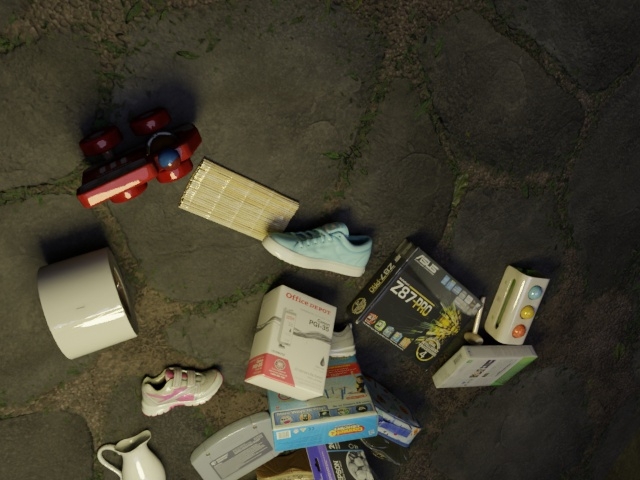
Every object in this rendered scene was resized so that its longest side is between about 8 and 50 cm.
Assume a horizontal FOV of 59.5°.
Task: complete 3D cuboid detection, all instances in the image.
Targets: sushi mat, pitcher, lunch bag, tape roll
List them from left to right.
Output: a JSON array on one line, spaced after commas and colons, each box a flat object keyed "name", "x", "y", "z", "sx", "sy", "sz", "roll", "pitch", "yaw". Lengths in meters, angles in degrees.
[{"name": "tape roll", "x": -0.581, "y": 0.156, "z": 1.413, "sx": 0.169, "sy": 0.246, "sz": 0.246, "roll": -18, "pitch": 118, "yaw": -13}, {"name": "pitcher", "x": -0.583, "y": 0.709, "z": 1.740, "sx": 0.178, "sy": 0.125, "sz": 0.207, "roll": -11, "pitch": 107, "yaw": 5}, {"name": "sushi mat", "x": -0.224, "y": -0.102, "z": 1.575, "sx": 0.317, "sy": 0.019, "sz": 0.151, "roll": 23, "pitch": 103, "yaw": -29}, {"name": "lunch bag", "x": 0.191, "y": 0.577, "z": 1.913, "sx": 0.303, "sy": 0.243, "sz": 0.115, "roll": 32, "pitch": 97, "yaw": -31}]

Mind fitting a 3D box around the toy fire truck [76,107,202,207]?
[{"name": "toy fire truck", "x": -0.420, "y": -0.184, "z": 1.321, "sx": 0.302, "sy": 0.254, "sz": 0.169, "roll": -25, "pitch": 120, "yaw": -10}]

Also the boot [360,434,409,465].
[{"name": "boot", "x": 0.194, "y": 0.728, "z": 2.039, "sx": 0.236, "sy": 0.178, "sz": 0.085, "roll": 38, "pitch": 69, "yaw": -1}]

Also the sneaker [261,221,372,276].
[{"name": "sneaker", "x": 0.000, "y": 0.000, "z": 1.653, "sx": 0.366, "sy": 0.135, "sz": 0.150, "roll": 12, "pitch": 106, "yaw": -38}]

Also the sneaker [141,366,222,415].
[{"name": "sneaker", "x": -0.420, "y": 0.435, "z": 1.683, "sx": 0.253, "sy": 0.103, "sz": 0.111, "roll": -16, "pitch": 119, "yaw": -16}]

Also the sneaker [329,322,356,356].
[{"name": "sneaker", "x": -0.021, "y": 0.319, "z": 1.815, "sx": 0.282, "sy": 0.105, "sz": 0.115, "roll": 0, "pitch": 89, "yaw": -24}]

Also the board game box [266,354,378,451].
[{"name": "board game box", "x": -0.009, "y": 0.488, "z": 1.730, "sx": 0.309, "sy": 0.302, "sz": 0.086, "roll": -6, "pitch": 115, "yaw": -8}]

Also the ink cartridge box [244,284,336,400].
[{"name": "ink cartridge box", "x": -0.083, "y": 0.300, "z": 1.649, "sx": 0.207, "sy": 0.117, "sz": 0.282, "roll": 25, "pitch": 56, "yaw": -24}]

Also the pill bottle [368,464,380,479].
[{"name": "pill bottle", "x": 0.062, "y": 0.958, "z": 2.065, "sx": 0.323, "sy": 0.181, "sz": 0.181, "roll": -44, "pitch": 121, "yaw": 1}]

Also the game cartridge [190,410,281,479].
[{"name": "game cartridge", "x": -0.276, "y": 0.704, "z": 1.890, "sx": 0.294, "sy": 0.060, "sz": 0.196, "roll": -28, "pitch": 123, "yaw": -9}]

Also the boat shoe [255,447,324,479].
[{"name": "boat shoe", "x": -0.086, "y": 0.814, "z": 1.995, "sx": 0.286, "sy": 0.104, "sz": 0.089, "roll": -4, "pitch": 123, "yaw": -8}]

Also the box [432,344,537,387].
[{"name": "box", "x": 0.611, "y": 0.471, "z": 2.091, "sx": 0.322, "sy": 0.058, "sz": 0.232, "roll": 6, "pitch": 138, "yaw": -23}]

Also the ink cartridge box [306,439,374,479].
[{"name": "ink cartridge box", "x": 0.064, "y": 0.776, "z": 1.969, "sx": 0.209, "sy": 0.206, "sz": 0.045, "roll": 6, "pitch": 125, "yaw": -24}]

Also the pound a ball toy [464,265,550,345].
[{"name": "pound a ball toy", "x": 0.682, "y": 0.258, "z": 2.035, "sx": 0.208, "sy": 0.136, "sz": 0.318, "roll": 8, "pitch": 109, "yaw": -25}]

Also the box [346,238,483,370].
[{"name": "box", "x": 0.326, "y": 0.227, "z": 1.899, "sx": 0.395, "sy": 0.097, "sz": 0.318, "roll": 38, "pitch": 91, "yaw": -30}]
